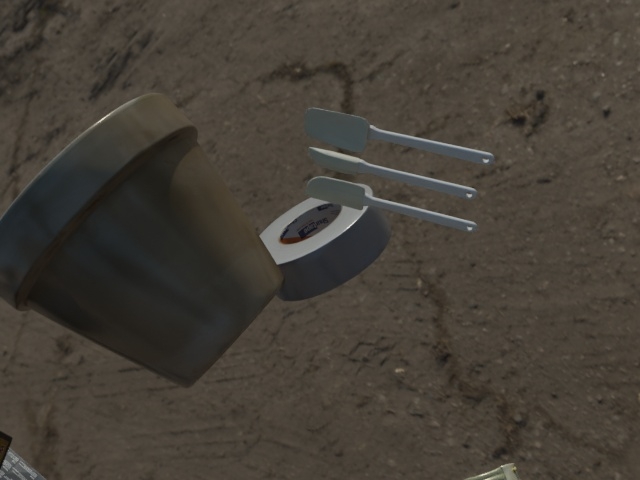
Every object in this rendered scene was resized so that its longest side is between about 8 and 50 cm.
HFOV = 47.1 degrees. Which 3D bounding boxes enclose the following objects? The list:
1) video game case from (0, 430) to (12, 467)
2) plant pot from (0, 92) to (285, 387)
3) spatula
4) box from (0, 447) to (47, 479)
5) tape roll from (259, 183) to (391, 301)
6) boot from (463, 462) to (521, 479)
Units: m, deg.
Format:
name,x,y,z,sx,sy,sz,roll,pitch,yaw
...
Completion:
name,x,y,z,sx,sy,sz,roll,pitch,yaw
video game case,-0.513,0.352,0.932,0.035,0.248,0.275,11,63,10
plant pot,-0.207,0.024,0.938,0.323,0.280,0.323,-48,3,3
spatula,0.094,-0.086,0.949,0.242,0.168,0.019,15,48,11
box,-0.555,0.521,1.448,0.307,0.242,0.076,31,58,20
tape roll,0.000,0.000,1.158,0.219,0.072,0.219,-27,21,11
boot,0.358,0.458,1.242,0.213,0.077,0.165,-7,56,-13
